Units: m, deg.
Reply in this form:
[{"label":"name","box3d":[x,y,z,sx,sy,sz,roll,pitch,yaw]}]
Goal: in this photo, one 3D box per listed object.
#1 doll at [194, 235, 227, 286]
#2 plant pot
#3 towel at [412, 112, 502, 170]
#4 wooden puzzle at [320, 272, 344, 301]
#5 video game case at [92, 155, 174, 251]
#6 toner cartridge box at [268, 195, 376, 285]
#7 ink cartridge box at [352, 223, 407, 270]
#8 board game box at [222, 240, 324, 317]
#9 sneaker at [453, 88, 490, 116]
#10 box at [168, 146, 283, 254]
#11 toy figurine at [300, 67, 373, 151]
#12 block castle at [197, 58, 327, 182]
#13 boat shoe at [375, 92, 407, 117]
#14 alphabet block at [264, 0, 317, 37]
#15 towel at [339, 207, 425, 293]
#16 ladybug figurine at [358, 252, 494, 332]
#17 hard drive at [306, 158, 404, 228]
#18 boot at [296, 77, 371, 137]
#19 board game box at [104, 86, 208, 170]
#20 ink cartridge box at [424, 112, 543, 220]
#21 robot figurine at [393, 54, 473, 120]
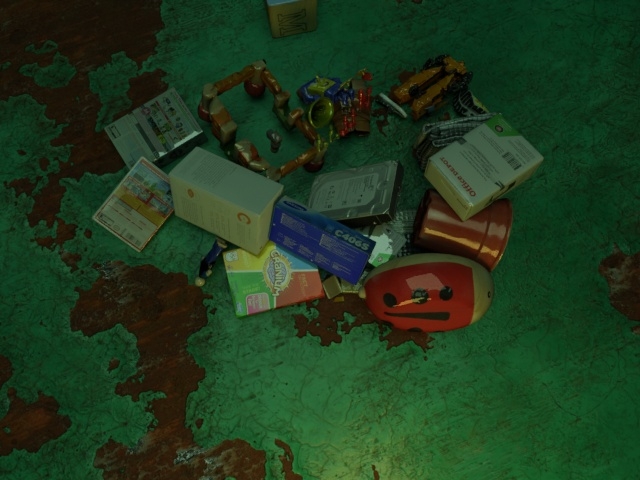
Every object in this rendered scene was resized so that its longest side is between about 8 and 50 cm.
[{"label":"doll","box3d":[-0.393,0.082,1.729,0.046,0.129,0.189,24,105,-30]},{"label":"plant pot","box3d":[0.464,-0.047,1.670,0.265,0.272,0.273,15,77,0]},{"label":"towel","box3d":[0.490,-0.352,1.772,0.283,0.235,0.121,-10,83,-2]},{"label":"wooden puzzle","box3d":[0.043,0.165,1.741,0.014,0.078,0.116,-11,79,-48]},{"label":"video game case","box3d":[-0.646,-0.130,1.770,0.204,0.025,0.285,39,87,-12]},{"label":"toner cartridge box","box3d":[0.000,0.000,1.642,0.347,0.165,0.075,28,45,9]},{"label":"ink cartridge box","box3d":[0.170,-0.002,1.712,0.208,0.087,0.153,37,80,6]},{"label":"board game box","box3d":[-0.166,0.122,1.743,0.316,0.064,0.242,-15,77,-4]},{"label":"sneaker","box3d":[0.591,-0.504,1.894,0.081,0.094,0.209,-45,58,33]},{"label":"box","box3d":[-0.320,-0.137,1.690,0.345,0.215,0.168,26,53,10]},{"label":"toy figurine","box3d":[0.004,-0.488,1.744,0.217,0.191,0.362,24,52,30]},{"label":"block castle","box3d":[-0.214,-0.396,1.797,0.303,0.213,0.453,-36,86,-20]},{"label":"boat shoe","box3d":[0.274,-0.515,1.907,0.142,0.049,0.040,43,99,10]},{"label":"alphabet block","box3d":[-0.123,-0.948,1.928,0.193,0.197,0.193,-11,76,-3]},{"label":"towel","box3d":[0.217,0.034,1.780,0.324,0.056,0.312,-1,80,-3]},{"label":"ladybug figurine","box3d":[0.349,0.189,1.607,0.449,0.305,0.162,-2,38,4]},{"label":"hard drive","box3d":[0.107,-0.149,1.689,0.338,0.064,0.237,-6,53,31]},{"label":"boot","box3d":[0.055,-0.497,1.881,0.283,0.109,0.220,-3,81,-8]},{"label":"board game box","box3d":[-0.615,-0.400,1.849,0.303,0.097,0.224,-33,80,-6]},{"label":"ink cartridge box","box3d":[0.507,-0.231,1.551,0.289,0.121,0.211,-32,70,-9]},{"label":"robot figurine","box3d":[0.437,-0.597,1.890,0.291,0.085,0.211,-35,61,-8]}]
